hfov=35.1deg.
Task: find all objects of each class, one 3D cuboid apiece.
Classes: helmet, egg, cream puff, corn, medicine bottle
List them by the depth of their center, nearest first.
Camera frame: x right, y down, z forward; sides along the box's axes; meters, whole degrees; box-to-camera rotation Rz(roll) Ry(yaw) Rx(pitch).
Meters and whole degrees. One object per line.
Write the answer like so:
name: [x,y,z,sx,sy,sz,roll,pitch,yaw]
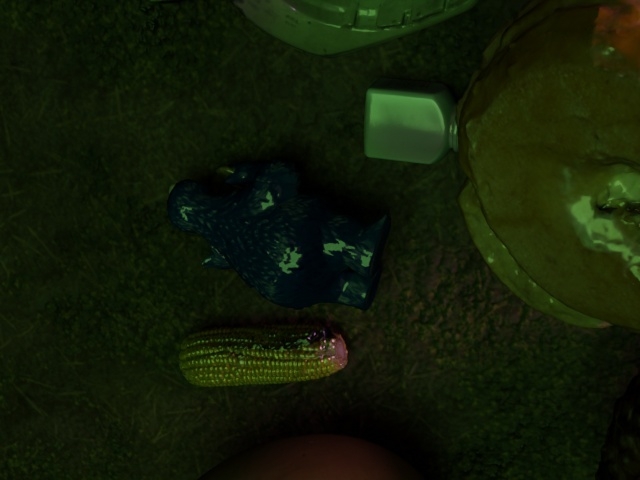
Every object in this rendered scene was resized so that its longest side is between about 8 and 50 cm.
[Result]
cream puff: [0.284,-0.082,0.858,0.327,0.231,0.343,33,141,14]
helmet: [0.040,-0.288,0.914,0.257,0.137,0.204,-13,147,40]
medicine bottle: [0.106,-0.117,1.008,0.118,0.055,0.074,8,114,18]
egg: [-0.027,0.376,1.131,0.374,0.301,0.301,-29,101,25]
corn: [-0.069,0.132,1.173,0.203,0.072,0.072,-5,111,20]

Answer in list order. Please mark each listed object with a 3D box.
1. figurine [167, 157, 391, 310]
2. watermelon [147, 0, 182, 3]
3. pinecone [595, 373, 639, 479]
figurine: [-0.055,-0.002,1.063,0.262,0.121,0.164,9,123,25]
watermelon: [-0.154,-0.338,0.961,0.232,0.127,0.204,27,118,10]
pinecone: [0.381,0.219,0.931,0.242,0.298,0.296,12,130,18]
